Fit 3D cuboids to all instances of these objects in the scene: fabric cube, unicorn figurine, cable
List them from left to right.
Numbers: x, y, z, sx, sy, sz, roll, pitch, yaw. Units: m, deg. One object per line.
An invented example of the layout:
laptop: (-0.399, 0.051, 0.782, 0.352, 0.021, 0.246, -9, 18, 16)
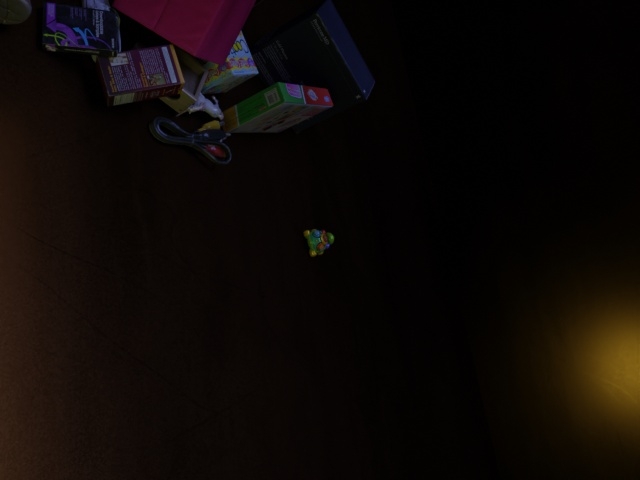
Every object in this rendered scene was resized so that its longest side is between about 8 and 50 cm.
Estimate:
fabric cube: (-0.333, -0.642, 1.565, 0.259, 0.258, 0.254, 31, 14, 1)
cable: (-0.356, -0.275, 1.692, 0.287, 0.072, 0.140, -11, 87, -48)
unicorn figurine: (-0.342, -0.395, 1.750, 0.161, 0.060, 0.111, 11, 43, -38)

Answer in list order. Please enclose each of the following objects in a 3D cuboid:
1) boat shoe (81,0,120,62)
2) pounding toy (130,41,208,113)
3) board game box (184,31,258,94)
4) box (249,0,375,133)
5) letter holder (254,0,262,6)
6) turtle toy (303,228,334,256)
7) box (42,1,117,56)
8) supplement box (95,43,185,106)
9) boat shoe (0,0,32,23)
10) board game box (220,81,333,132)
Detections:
boat shoe: (-0.534, -0.546, 1.507, 0.083, 0.075, 0.227, 3, 71, -59)
pounding toy: (-0.429, -0.440, 1.616, 0.206, 0.094, 0.181, 36, 49, -32)
board game box: (-0.327, -0.600, 1.813, 0.142, 0.144, 0.276, -32, 100, -59)
box: (-0.029, -0.614, 2.148, 0.343, 0.312, 0.179, 56, 33, -24)
letter holder: (-0.232, -1.039, 2.152, 0.152, 0.214, 0.302, 16, 60, -55)
turtle toy: (0.000, 0.000, 2.091, 0.130, 0.066, 0.095, -12, 84, -60)
box: (-0.557, -0.489, 1.399, 0.162, 0.029, 0.116, -1, 70, -24)
supplement box: (-0.442, -0.406, 1.480, 0.188, 0.081, 0.104, -17, 88, -22)
boat shoe: (-0.714, -0.543, 1.167, 0.324, 0.123, 0.117, 26, 50, -53)
board game box: (-0.136, -0.418, 1.931, 0.316, 0.242, 0.064, -19, 89, -61)
